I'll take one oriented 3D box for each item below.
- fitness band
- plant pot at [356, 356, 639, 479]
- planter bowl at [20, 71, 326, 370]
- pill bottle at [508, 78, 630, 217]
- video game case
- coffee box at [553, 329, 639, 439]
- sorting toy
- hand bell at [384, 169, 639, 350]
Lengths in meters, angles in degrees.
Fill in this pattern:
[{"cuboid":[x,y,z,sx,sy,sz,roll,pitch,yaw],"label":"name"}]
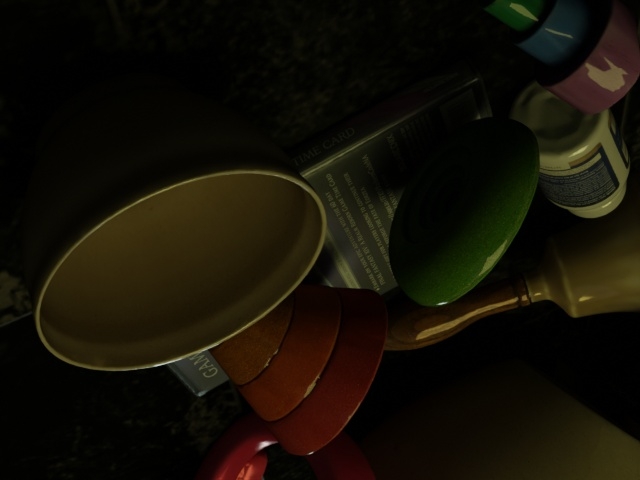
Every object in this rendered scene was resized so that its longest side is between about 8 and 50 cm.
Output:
[{"cuboid":[-0.049,0.272,1.085,0.054,0.209,0.290,14,104,-36],"label":"fitness band"},{"cuboid":[0.171,0.214,1.192,0.191,0.284,0.284,-56,146,2],"label":"plant pot"},{"cuboid":[-0.092,-0.021,0.743,0.162,0.109,0.162,-21,149,-13],"label":"planter bowl"},{"cuboid":[0.175,-0.061,0.945,0.067,0.067,0.120,-33,149,7],"label":"pill bottle"},{"cuboid":[0.000,0.000,0.935,0.274,0.026,0.196,-28,150,1],"label":"video game case"},{"cuboid":[0.304,0.258,1.331,0.119,0.168,0.297,-12,123,-26],"label":"coffee box"},{"cuboid":[0.031,-0.025,0.833,0.126,0.127,0.365,29,119,-21],"label":"sorting toy"},{"cuboid":[0.147,0.042,1.069,0.242,0.126,0.126,-18,150,6],"label":"hand bell"}]
